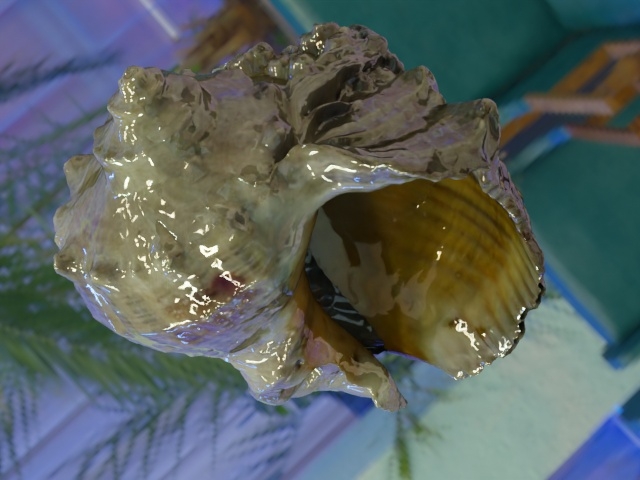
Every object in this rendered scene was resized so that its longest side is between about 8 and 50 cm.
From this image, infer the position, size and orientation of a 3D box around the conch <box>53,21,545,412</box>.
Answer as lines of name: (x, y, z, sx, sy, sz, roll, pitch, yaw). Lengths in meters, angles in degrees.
conch: (0.000, 0.000, 0.613, 0.178, 0.163, 0.245, 5, 146, 34)
